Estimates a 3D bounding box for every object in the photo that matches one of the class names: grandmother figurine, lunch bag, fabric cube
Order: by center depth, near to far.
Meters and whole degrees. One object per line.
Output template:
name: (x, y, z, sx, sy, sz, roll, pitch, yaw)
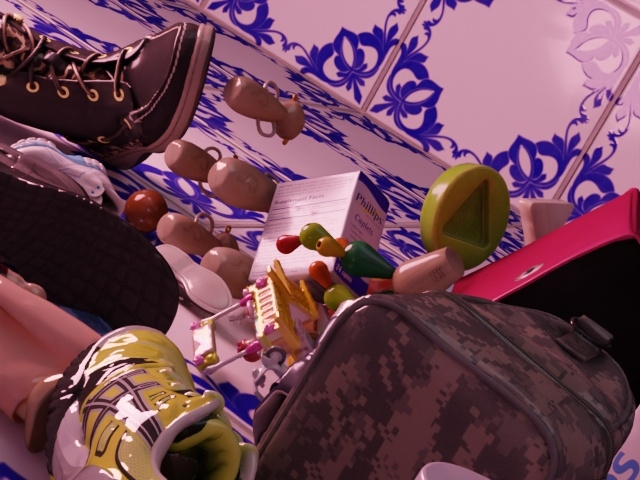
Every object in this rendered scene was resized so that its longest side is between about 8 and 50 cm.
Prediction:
lunch bag: (0.088, 0.193, 1.180, 0.212, 0.305, 0.256, 39, 20, 28)
grandmother figurine: (-0.311, 0.042, 1.351, 0.342, 0.104, 0.208, 37, 8, 23)
fabric cube: (0.298, 0.124, 1.748, 0.259, 0.254, 0.258, 59, 16, -6)

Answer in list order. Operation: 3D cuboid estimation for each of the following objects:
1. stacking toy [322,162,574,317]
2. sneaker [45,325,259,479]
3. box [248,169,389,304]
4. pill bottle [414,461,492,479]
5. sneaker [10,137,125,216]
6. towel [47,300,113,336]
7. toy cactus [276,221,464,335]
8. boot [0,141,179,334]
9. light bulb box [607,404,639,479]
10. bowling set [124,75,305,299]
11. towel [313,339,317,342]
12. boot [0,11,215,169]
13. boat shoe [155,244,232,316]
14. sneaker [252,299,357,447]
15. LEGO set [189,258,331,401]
stacking toy: (0.159, 0.039, 1.977, 0.309, 0.279, 0.130, 14, 6, -44)
sneaker: (-0.109, 0.163, 1.121, 0.145, 0.147, 0.384, 56, 11, -20)
box: (0.000, 0.000, 1.820, 0.126, 0.137, 0.072, -7, -35, 37)
pill bottle: (0.033, 0.257, 0.884, 0.146, 0.264, 0.146, 27, 14, -7)
sneaker: (-0.297, -0.064, 1.840, 0.083, 0.071, 0.191, 44, 19, 31)
towel: (-0.246, 0.079, 1.489, 0.119, 0.029, 0.067, 19, 16, -36)
toy cactus: (0.061, 0.060, 1.619, 0.112, 0.180, 0.219, -14, 74, -61)
boot: (-0.271, -0.022, 1.650, 0.338, 0.118, 0.223, 34, 8, 4)
light bulb box: (0.441, 0.289, 1.411, 0.225, 0.358, 0.361, 17, 19, -48)
bowling set: (-0.122, -0.048, 1.926, 0.200, 0.287, 0.154, -4, -19, 40)
towel: (0.053, 0.177, 1.771, 0.102, 0.021, 0.237, 21, 15, -44)
boot: (-0.309, -0.213, 1.975, 0.284, 0.138, 0.377, 20, -17, -20)
boat shoe: (-0.145, 0.052, 1.777, 0.125, 0.038, 0.046, 35, 47, 29)
sneaker: (0.021, 0.191, 1.520, 0.086, 0.163, 0.226, 10, -44, 40)
LEGO set: (-0.064, 0.100, 1.677, 0.132, 0.107, 0.287, 60, 10, -10)
